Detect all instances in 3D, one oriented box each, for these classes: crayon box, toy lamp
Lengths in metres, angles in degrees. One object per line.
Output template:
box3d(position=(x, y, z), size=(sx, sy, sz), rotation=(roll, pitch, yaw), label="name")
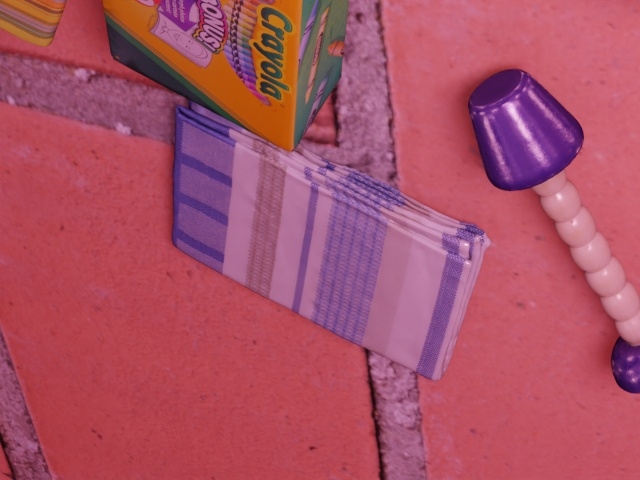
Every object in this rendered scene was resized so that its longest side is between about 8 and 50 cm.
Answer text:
box3d(position=(-0.067, -0.186, 1.188), size=(0.165, 0.081, 0.278), rotation=(28, 159, 9), label="crayon box")
box3d(position=(0.193, -0.008, 1.254), size=(0.080, 0.080, 0.275), rotation=(-7, 129, 41), label="toy lamp")

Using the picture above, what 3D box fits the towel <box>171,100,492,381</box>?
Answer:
box3d(position=(0.000, 0.000, 1.438), size=(0.285, 0.034, 0.209), rotation=(26, 144, 13), label="towel")

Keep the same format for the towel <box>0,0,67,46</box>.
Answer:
box3d(position=(-0.206, -0.244, 1.204), size=(0.102, 0.021, 0.237), rotation=(25, 132, -6), label="towel")
